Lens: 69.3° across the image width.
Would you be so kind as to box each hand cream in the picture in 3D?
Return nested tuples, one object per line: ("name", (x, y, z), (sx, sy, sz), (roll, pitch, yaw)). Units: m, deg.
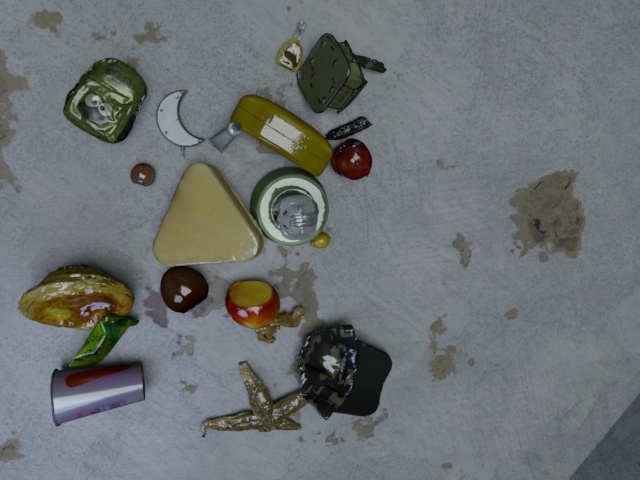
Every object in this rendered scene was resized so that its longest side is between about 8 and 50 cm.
("hand cream", (-0.320, -0.351, 1.563), (0.067, 0.194, 0.042), (43, 60, -21))

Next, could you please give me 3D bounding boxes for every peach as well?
("peach", (-0.603, -0.225, 1.575), (0.083, 0.083, 0.083), (-3, 103, -11))
("peach", (-0.249, 0.228, 1.701), (0.190, 0.190, 0.192), (-40, 115, -1))

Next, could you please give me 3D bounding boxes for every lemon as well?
("lemon", (0.000, 0.000, 1.764), (0.083, 0.062, 0.062), (-19, 106, -11))

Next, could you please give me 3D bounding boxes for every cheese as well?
("cheese", (-0.089, -0.676, 1.604), (0.086, 0.036, 0.162), (20, 98, -17))
("cheese", (-0.360, -0.037, 1.598), (0.384, 0.104, 0.383), (0, 94, 8))

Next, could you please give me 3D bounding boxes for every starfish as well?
("starfish", (-0.239, 0.656, 1.860), (0.432, 0.082, 0.323), (11, 103, -12))

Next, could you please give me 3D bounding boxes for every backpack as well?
("backpack", (-0.675, -0.449, 1.482), (0.207, 0.140, 0.253), (32, 88, -17))

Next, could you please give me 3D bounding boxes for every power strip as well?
("power strip", (-0.481, -0.394, 1.580), (0.137, 0.044, 0.216), (-17, 105, -7))

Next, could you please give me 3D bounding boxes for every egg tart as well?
("egg tart", (-0.810, 0.184, 1.555), (0.352, 0.352, 0.150), (-12, 61, -9))

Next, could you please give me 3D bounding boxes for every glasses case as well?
("glasses case", (-0.121, -0.367, 1.595), (0.371, 0.173, 0.141), (30, 98, -16))

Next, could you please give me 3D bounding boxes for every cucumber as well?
("cucumber", (0.103, -0.407, 1.703), (0.182, 0.053, 0.053), (-24, 107, -3))

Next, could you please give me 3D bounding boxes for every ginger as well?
("ginger", (-0.161, 0.331, 1.795), (0.176, 0.052, 0.193), (14, 114, -45))

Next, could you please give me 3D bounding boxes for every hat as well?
("hat", (0.099, 0.534, 1.886), (0.382, 0.257, 0.366), (35, 76, -52))

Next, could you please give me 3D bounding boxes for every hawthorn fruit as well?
("hawthorn fruit", (0.123, -0.287, 1.689), (0.172, 0.148, 0.148), (35, 94, -33))

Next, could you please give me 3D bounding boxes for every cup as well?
("cup", (-0.789, 0.534, 1.664), (0.289, 0.203, 0.203), (-5, 104, -18))

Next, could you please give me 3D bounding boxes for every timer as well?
("timer", (-0.090, -0.096, 1.593), (0.291, 0.315, 0.290), (-2, 103, -10))

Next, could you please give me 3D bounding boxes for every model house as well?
("model house", (0.099, -0.563, 1.635), (0.279, 0.218, 0.204), (-4, 62, -42))

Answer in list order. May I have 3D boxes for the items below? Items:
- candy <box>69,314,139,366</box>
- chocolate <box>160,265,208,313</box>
("candy", (-0.776, 0.355, 1.647), (0.069, 0.149, 0.246), (40, 94, 26))
("chocolate", (-0.492, 0.167, 1.655), (0.177, 0.177, 0.176), (-3, 103, -11))
